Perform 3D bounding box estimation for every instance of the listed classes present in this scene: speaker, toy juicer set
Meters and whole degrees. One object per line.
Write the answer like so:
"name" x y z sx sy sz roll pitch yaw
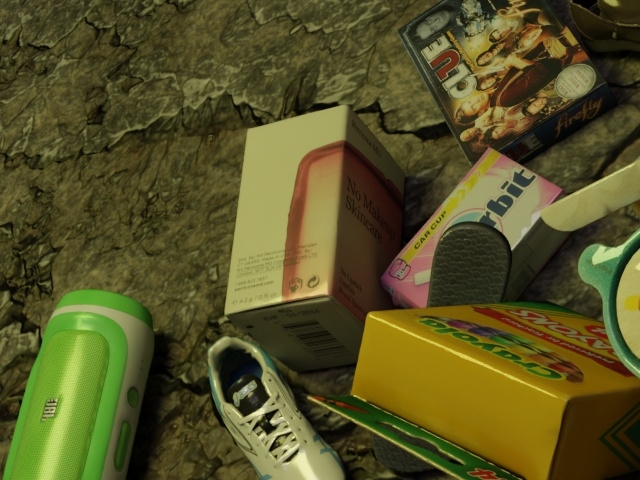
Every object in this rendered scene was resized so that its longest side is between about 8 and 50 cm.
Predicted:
"speaker" -0.265 0.207 1.406 0.131 0.131 0.296 -9 57 29
"toy juicer set" 0.294 0.019 0.942 0.209 0.089 0.329 -49 50 26

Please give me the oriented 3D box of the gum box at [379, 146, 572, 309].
"gum box" 0.159 0.012 1.295 0.188 0.062 0.107 -50 47 -4

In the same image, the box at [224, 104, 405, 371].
"box" 0.000 0.000 1.350 0.127 0.148 0.232 -12 56 27

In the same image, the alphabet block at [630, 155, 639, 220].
"alphabet block" 0.406 -0.029 1.075 0.193 0.192 0.197 -49 48 -1

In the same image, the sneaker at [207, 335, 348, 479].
"sneaker" -0.052 0.190 1.305 0.085 0.086 0.237 -41 49 2

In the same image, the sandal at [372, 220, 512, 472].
"sandal" 0.123 0.105 1.216 0.097 0.054 0.254 21 103 7

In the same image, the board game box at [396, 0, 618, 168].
"board game box" 0.199 -0.193 1.417 0.165 0.042 0.243 -33 48 11

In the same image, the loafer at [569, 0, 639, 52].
"loafer" 0.316 -0.236 1.287 0.080 0.078 0.220 -53 20 -16

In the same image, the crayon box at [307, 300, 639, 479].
"crayon box" 0.171 0.120 1.046 0.202 0.318 0.081 22 105 40
